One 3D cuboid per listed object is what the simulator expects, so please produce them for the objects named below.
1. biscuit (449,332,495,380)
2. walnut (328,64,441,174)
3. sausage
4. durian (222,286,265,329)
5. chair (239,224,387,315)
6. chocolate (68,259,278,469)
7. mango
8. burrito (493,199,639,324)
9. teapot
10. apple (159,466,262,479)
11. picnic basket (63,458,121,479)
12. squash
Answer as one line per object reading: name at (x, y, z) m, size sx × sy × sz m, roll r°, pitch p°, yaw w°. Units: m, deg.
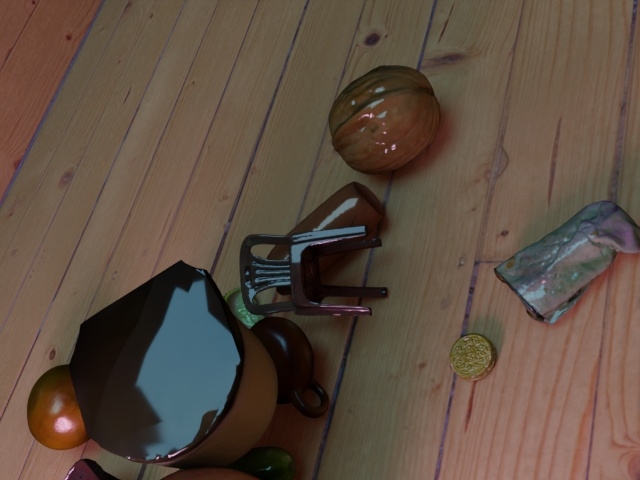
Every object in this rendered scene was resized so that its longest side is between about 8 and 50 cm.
biscuit at (0.267, 0.204, 1.197) m, size 0.084 × 0.023 × 0.084 m, roll -22°, pitch 50°, yaw 29°
walnut at (0.136, -0.262, 1.499) m, size 0.261 × 0.225 × 0.225 m, roll -32°, pitch 45°, yaw 29°
sausage at (-0.001, 0.001, 1.502) m, size 0.304 × 0.121 × 0.121 m, roll -41°, pitch 43°, yaw 14°
durian at (-0.183, 0.171, 1.596) m, size 0.100 × 0.086 × 0.215 m, roll -17°, pitch 47°, yaw -12°
chair at (-0.044, 0.064, 1.359) m, size 0.326 × 0.183 × 0.176 m, roll -5°, pitch 88°, yaw 16°
chocolate at (-0.243, 0.260, 1.267) m, size 0.314 × 0.297 × 0.326 m, roll -33°, pitch 65°, yaw 5°
mango at (-0.666, 0.426, 1.761) m, size 0.317 × 0.173 × 0.211 m, roll -8°, pitch 63°, yaw 52°
burrito at (0.416, 0.026, 1.147) m, size 0.229 × 0.089 × 0.144 m, roll -43°, pitch 45°, yaw 12°
teapot at (-0.060, 0.253, 1.388) m, size 0.252 × 0.135 × 0.178 m, roll 49°, pitch 133°, yaw 30°
apple at (-0.159, 0.553, 1.092) m, size 0.364 × 0.364 × 0.364 m, roll -22°, pitch 50°, yaw 29°
picnic basket at (-0.470, 0.632, 1.471) m, size 0.297 × 0.129 × 0.222 m, roll 25°, pitch 82°, yaw 48°
squash at (-0.203, 0.482, 1.365) m, size 0.378 × 0.101 × 0.101 m, roll -26°, pitch 48°, yaw 28°
